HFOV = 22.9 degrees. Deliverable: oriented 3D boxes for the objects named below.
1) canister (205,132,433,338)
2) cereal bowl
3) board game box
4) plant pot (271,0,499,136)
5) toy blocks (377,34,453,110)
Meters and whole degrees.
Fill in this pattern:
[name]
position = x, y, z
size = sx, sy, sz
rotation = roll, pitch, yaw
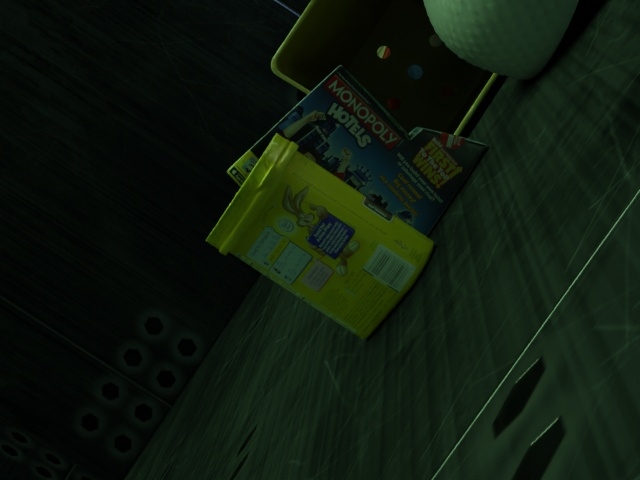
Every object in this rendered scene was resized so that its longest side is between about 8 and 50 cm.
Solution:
[canister]
position = 0.000, 0.000, 1.393
size = 0.126, 0.170, 0.073
rotation = -53, 5, 45
[cereal bowl]
position = 0.164, -0.327, 1.449
size = 0.339, 0.141, 0.339
rotation = -168, 90, -86
[board game box]
position = 0.048, -0.061, 1.474
size = 0.194, 0.194, 0.060
rotation = -42, 6, 3
[plant pot]
position = 0.100, -0.205, 1.753
size = 0.212, 0.212, 0.187
rotation = -57, -10, -1
[toy blocks]
position = 0.119, -0.231, 2.042
size = 0.381, 0.191, 0.261
rotation = 134, 157, -69
